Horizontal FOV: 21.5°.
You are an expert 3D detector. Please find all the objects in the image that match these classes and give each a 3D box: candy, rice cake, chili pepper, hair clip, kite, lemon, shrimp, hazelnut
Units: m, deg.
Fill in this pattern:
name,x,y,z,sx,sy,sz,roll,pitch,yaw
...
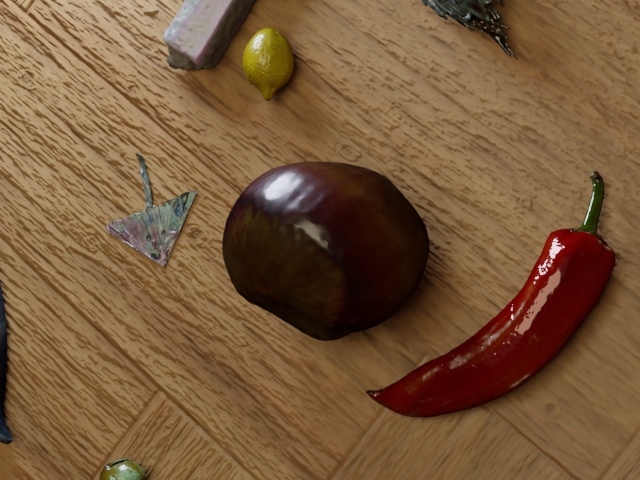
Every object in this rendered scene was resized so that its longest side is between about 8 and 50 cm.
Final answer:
name,x,y,z,sx,sy,sz,roll,pitch,yaw
candy,-0.278,0.357,2.076,0.061,0.061,0.202,38,105,25
rice cake,-0.078,-0.382,2.105,0.070,0.064,0.399,32,95,20
chili pepper,0.210,0.088,1.880,0.368,0.092,0.137,-44,55,8
hair clip,-0.431,0.129,2.189,0.083,0.048,0.275,-7,73,25
kite,-0.216,-0.039,2.136,0.139,0.011,0.157,-18,74,18
lemon,-0.064,-0.218,2.071,0.065,0.065,0.092,-2,80,24
shrimp,0.160,-0.298,1.981,0.090,0.079,0.233,-40,72,17
hazelnut,0.000,0.000,1.934,0.251,0.217,0.217,3,81,48
